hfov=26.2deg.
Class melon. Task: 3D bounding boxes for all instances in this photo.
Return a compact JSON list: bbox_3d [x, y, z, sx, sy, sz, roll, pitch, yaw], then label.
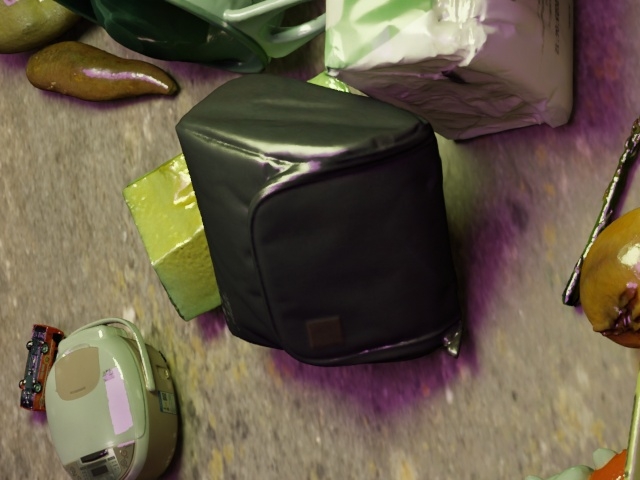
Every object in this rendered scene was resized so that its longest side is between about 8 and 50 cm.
[{"bbox_3d":[-0.078,-0.070,1.598,0.323,0.124,0.196,-34,70,14],"label":"melon"}]

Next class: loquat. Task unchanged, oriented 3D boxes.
[{"bbox_3d":[0.317,0.037,1.315,0.141,0.141,0.141,-8,75,31],"label":"loquat"}]

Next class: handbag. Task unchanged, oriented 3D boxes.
[{"bbox_3d":[-0.003,0.001,1.427,0.275,0.178,0.302,20,133,38],"label":"handbag"}]

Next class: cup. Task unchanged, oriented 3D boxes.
[{"bbox_3d":[-0.107,-0.398,1.612,0.400,0.310,0.392,21,85,-2],"label":"cup"}]

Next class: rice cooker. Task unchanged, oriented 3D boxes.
[{"bbox_3d":[-0.246,0.199,1.642,0.145,0.127,0.206,-21,65,26],"label":"rice cooker"}]

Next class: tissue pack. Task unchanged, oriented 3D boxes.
[{"bbox_3d":[0.140,-0.306,1.422,0.193,0.266,0.357,-6,75,31],"label":"tissue pack"}]

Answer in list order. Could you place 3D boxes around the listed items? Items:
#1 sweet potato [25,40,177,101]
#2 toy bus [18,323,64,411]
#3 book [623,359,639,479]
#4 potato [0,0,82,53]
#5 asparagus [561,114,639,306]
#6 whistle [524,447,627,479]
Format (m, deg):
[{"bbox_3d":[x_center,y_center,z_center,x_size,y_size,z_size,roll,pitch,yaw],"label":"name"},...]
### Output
[{"bbox_3d":[-0.293,-0.221,1.795,0.243,0.077,0.077,9,84,35],"label":"sweet potato"},{"bbox_3d":[-0.357,0.164,1.768,0.031,0.043,0.110,7,85,37],"label":"toy bus"},{"bbox_3d":[0.406,0.080,1.215,0.239,0.035,0.352,12,75,3],"label":"book"},{"bbox_3d":[-0.387,-0.345,1.835,0.251,0.159,0.174,-37,25,6],"label":"potato"},{"bbox_3d":[0.298,-0.040,1.408,0.023,0.022,0.233,23,92,-1],"label":"asparagus"},{"bbox_3d":[0.295,0.250,1.303,0.253,0.106,0.102,-21,110,26],"label":"whistle"}]
